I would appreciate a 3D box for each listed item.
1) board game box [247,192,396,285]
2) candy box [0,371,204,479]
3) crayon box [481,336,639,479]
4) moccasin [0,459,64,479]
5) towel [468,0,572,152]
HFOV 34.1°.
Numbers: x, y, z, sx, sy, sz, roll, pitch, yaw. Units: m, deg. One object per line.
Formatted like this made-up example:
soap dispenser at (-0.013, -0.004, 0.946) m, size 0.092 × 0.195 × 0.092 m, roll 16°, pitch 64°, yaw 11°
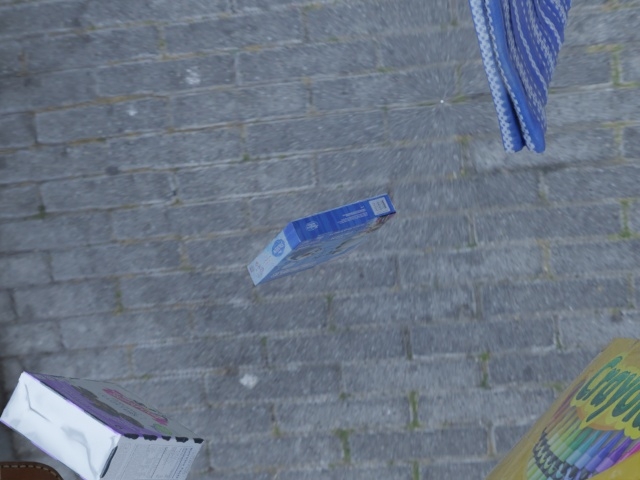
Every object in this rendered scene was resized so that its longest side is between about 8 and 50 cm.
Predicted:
board game box at (0.000, 0.000, 0.803) m, size 0.090 × 0.090 × 0.020 m, roll -17°, pitch 76°, yaw -31°
candy box at (-0.265, 0.235, 1.289) m, size 0.165 × 0.196 × 0.070 m, roll 26°, pitch 90°, yaw 26°
crayon box at (0.131, 0.203, 0.594) m, size 0.106 × 0.363 × 0.313 m, roll 41°, pitch 90°, yaw 6°
moccasin at (-0.275, 0.202, 0.666) m, size 0.147 × 0.380 × 0.139 m, roll -23°, pitch 75°, yaw 18°
towel at (0.158, -0.253, 0.783) m, size 0.040 × 0.336 × 0.243 m, roll -4°, pitch 128°, yaw 24°
